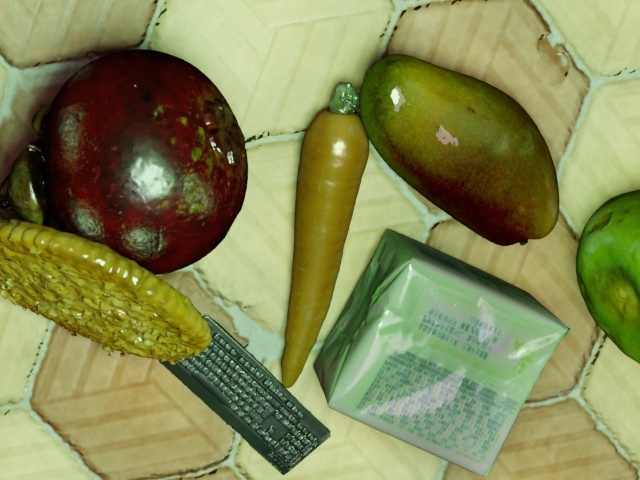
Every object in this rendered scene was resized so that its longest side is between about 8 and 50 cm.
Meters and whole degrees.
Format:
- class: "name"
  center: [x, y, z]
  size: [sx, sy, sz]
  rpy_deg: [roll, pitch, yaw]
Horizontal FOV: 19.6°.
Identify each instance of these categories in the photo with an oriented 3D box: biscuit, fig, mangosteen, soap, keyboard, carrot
- class: "biscuit"
  center: [-0.225, 0.053, 1.774]
  size: [0.254, 0.254, 0.035]
  rpy_deg: [31, 68, -18]
- class: "fig"
  center: [0.409, 0.012, 1.925]
  size: [0.275, 0.206, 0.206]
  rpy_deg: [-22, 111, -27]
- class: "mangosteen"
  center: [-0.196, -0.065, 1.770]
  size: [0.257, 0.215, 0.215]
  rpy_deg: [-17, 112, 26]
- class: "soap"
  center: [0.119, 0.114, 1.908]
  size: [0.199, 0.138, 0.182]
  rpy_deg: [25, 99, -17]
- class: "keyboard"
  center: [-0.078, 0.165, 1.949]
  size: [0.074, 0.015, 0.196]
  rpy_deg: [-43, 109, 4]
- class: "carrot"
  center: [0.000, 0.000, 1.891]
  size: [0.069, 0.069, 0.336]
  rpy_deg: [5, 108, -13]

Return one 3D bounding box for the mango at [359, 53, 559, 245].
- class: "mango"
  center: [0.143, -0.098, 1.862]
  size: [0.267, 0.111, 0.133]
  rpy_deg: [38, 101, -26]
